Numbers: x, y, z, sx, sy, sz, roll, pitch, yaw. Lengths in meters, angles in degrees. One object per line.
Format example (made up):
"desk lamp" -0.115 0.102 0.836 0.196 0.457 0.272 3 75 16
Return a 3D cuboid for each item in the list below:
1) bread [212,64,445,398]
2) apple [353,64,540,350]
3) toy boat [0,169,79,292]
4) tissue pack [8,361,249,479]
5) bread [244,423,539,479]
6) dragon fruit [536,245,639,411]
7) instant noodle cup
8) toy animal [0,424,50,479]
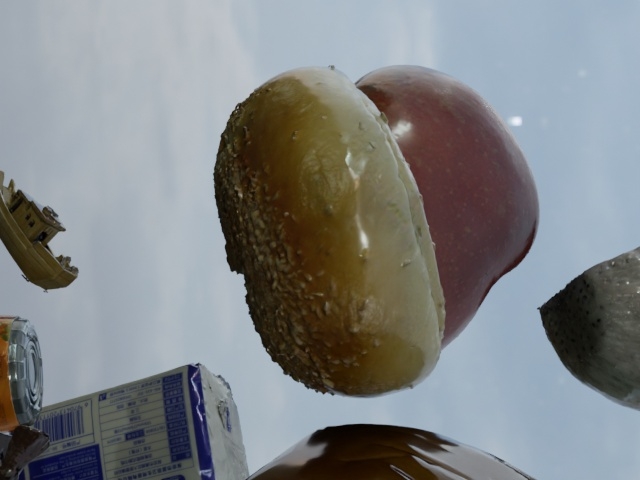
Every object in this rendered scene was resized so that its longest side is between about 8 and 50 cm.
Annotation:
"bread" 0.000 0.000 1.482 0.305 0.159 0.305 161 -90 -85
"apple" 0.082 -0.020 1.971 0.348 0.277 0.348 -48 -178 2
"toy boat" -0.356 -0.015 2.155 0.064 0.072 0.206 36 12 -50
"tissue pack" -0.228 0.284 2.128 0.137 0.269 0.209 36 39 -65
"bread" 0.060 0.273 1.448 0.250 0.279 0.225 -16 114 -60
"dragon fruit" 0.431 0.131 2.297 0.283 0.221 0.204 126 -52 -61
"instant noodle cup" -0.385 0.153 1.985 0.177 0.125 0.208 77 9 -71
"toy animal" -0.280 0.221 1.375 0.202 0.070 0.105 -61 -147 2
